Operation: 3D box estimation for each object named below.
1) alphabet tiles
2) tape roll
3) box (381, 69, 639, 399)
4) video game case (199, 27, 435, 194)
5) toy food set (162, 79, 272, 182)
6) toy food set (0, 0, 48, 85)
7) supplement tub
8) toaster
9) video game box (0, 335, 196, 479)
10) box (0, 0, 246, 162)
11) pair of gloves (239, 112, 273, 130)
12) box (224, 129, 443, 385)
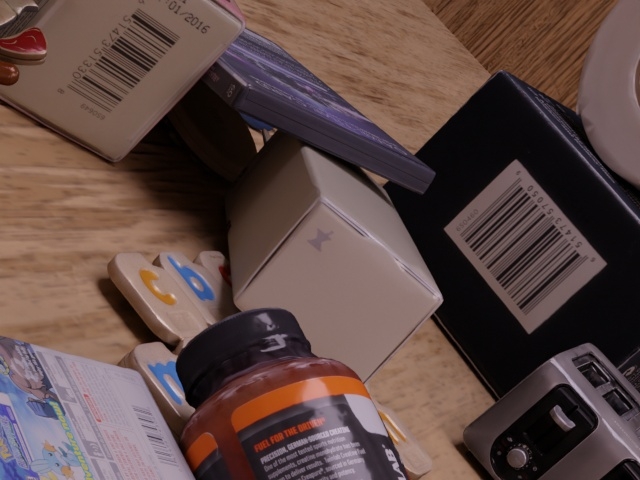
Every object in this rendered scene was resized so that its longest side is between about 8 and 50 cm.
[{"bbox_3d":[-0.018,0.116,0.902,0.278,0.021,0.284,50,17,14],"label":"alphabet tiles"},{"bbox_3d":[0.390,-0.131,1.338,0.169,0.246,0.246,27,25,-45],"label":"tape roll"},{"bbox_3d":[0.272,0.033,1.462,0.293,0.212,0.395,53,19,25],"label":"box"},{"bbox_3d":[-0.050,-0.134,1.131,0.196,0.026,0.274,22,16,-39],"label":"video game case"},{"bbox_3d":[-0.101,-0.096,1.193,0.192,0.038,0.132,41,23,-32],"label":"toy food set"},{"bbox_3d":[-0.222,-0.114,0.888,0.122,0.019,0.078,-19,62,-34],"label":"toy food set"},{"bbox_3d":[-0.005,0.132,0.707,0.106,0.106,0.198,20,38,-55],"label":"supplement tub"},{"bbox_3d":[0.223,0.183,1.166,0.168,0.110,0.185,51,17,15],"label":"toaster"},{"bbox_3d":[-0.112,0.126,0.605,0.187,0.048,0.205,28,23,-52],"label":"video game box"},{"bbox_3d":[-0.174,-0.196,1.043,0.127,0.148,0.232,31,22,-41],"label":"box"},{"bbox_3d":[-0.112,-0.186,1.390,0.159,0.023,0.198,25,26,-50],"label":"pair of gloves"},{"bbox_3d":[0.000,0.000,1.027,0.113,0.094,0.275,39,10,-13],"label":"box"}]
